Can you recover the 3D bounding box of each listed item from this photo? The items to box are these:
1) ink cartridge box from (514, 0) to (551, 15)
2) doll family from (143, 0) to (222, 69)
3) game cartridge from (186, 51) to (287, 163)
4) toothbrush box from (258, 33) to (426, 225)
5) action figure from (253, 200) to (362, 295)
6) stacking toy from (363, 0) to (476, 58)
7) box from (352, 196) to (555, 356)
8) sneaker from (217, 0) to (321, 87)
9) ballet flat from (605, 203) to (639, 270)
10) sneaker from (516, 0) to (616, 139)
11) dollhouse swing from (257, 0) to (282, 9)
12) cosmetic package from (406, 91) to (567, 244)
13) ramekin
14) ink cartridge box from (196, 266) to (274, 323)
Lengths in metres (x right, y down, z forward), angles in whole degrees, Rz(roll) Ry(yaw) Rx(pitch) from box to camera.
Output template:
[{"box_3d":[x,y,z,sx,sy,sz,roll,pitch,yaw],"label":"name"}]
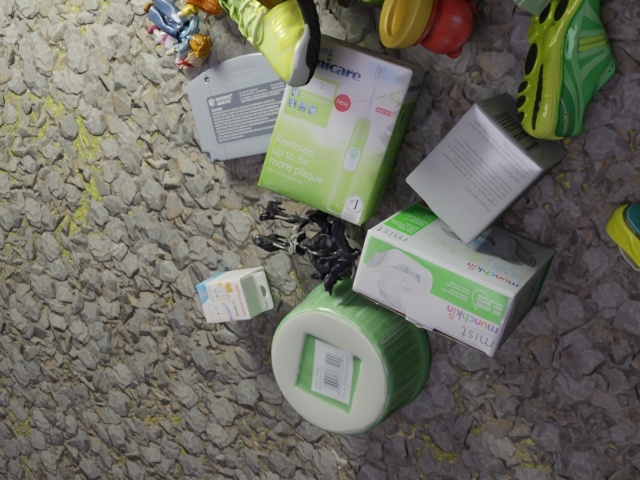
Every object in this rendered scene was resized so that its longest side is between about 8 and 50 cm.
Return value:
[{"box_3d":[0.314,-0.480,1.206,0.171,0.056,0.235,-51,46,33],"label":"ink cartridge box"},{"box_3d":[-0.262,-0.443,1.556,0.163,0.118,0.263,41,123,14],"label":"doll family"},{"box_3d":[-0.128,-0.267,1.575,0.294,0.060,0.196,-6,107,33],"label":"game cartridge"},{"box_3d":[0.037,-0.199,1.413,0.206,0.122,0.283,23,108,13],"label":"toothbrush box"},{"box_3d":[0.000,0.000,1.538,0.276,0.141,0.164,22,116,42],"label":"action figure"},{"box_3d":[0.188,-0.461,1.263,0.309,0.130,0.279,-67,26,25],"label":"stacking toy"},{"box_3d":[0.226,0.053,1.355,0.262,0.231,0.126,26,119,23],"label":"box"},{"box_3d":[-0.117,-0.396,1.296,0.384,0.147,0.145,65,153,25],"label":"sneaker"},{"box_3d":[0.537,0.044,1.263,0.231,0.077,0.077,53,146,9],"label":"ballet flat"},{"box_3d":[0.387,-0.298,1.221,0.109,0.123,0.295,34,114,63],"label":"sneaker"},{"box_3d":[-0.031,-0.557,1.086,0.347,0.315,0.305,-31,79,16],"label":"dollhouse swing"},{"box_3d":[0.272,-0.120,1.313,0.151,0.151,0.183,48,124,10],"label":"cosmetic package"},{"box_3d":[0.049,0.232,1.577,0.303,0.148,0.303,11,112,29],"label":"ramekin"},{"box_3d":[-0.176,0.116,1.714,0.143,0.090,0.092,-10,101,35],"label":"ink cartridge box"}]
